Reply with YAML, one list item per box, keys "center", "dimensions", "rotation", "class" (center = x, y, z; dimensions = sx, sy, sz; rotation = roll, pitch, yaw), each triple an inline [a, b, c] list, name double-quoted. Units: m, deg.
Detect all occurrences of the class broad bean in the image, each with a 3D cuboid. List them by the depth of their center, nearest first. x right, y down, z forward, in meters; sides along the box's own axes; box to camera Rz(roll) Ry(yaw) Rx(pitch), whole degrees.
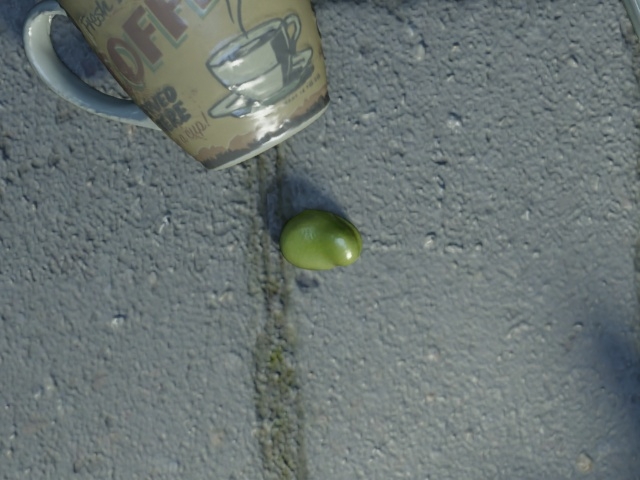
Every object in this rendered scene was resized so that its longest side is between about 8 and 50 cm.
- center: [0.000, 0.000, 1.937]
  dimensions: [0.083, 0.045, 0.063]
  rotation: [4, 106, 5]
  class: "broad bean"

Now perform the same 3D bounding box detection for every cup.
- center: [-0.143, -0.191, 1.845]
  dimensions: [0.301, 0.227, 0.257]
  rotation: [-21, 101, 28]
  class: "cup"

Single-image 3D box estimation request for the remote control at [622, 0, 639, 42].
- center: [0.309, -0.286, 1.932]
  dimensions: [0.050, 0.027, 0.184]
  rotation: [-24, 95, -2]
  class: "remote control"
